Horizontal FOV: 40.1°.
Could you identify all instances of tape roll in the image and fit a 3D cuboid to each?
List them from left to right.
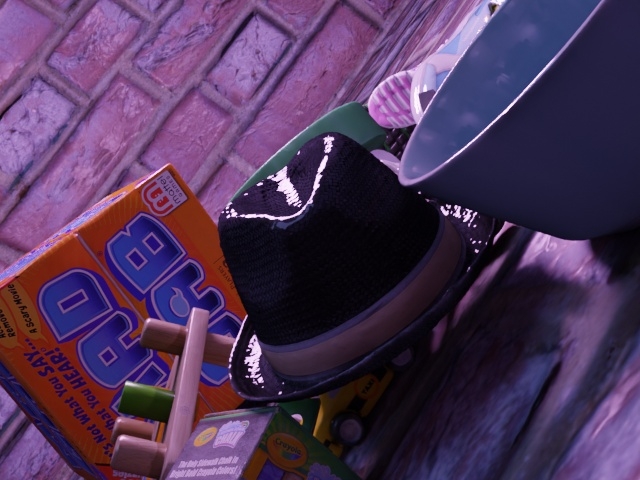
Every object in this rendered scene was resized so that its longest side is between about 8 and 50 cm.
[{"bbox_3d":[-0.030,-0.101,1.496,0.321,0.077,0.321,-41,-6,-5],"label":"tape roll"}]

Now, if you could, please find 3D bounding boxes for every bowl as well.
[{"bbox_3d":[0.220,-0.122,0.699,0.311,0.163,0.311,-51,10,13],"label":"bowl"}]

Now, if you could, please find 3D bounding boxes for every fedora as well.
[{"bbox_3d":[0.000,0.000,0.825,0.334,0.152,0.334,-34,16,11],"label":"fedora"}]

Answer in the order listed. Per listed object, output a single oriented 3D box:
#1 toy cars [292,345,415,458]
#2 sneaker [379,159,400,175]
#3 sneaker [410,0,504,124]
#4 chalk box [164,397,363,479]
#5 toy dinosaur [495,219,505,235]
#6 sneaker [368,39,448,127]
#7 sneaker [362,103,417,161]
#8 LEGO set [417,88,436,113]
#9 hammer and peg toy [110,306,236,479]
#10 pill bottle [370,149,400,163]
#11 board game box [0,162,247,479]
[{"bbox_3d":[-0.035,0.205,0.994,0.394,0.087,0.176,-48,11,32],"label":"toy cars"},{"bbox_3d":[0.106,-0.060,1.137,0.111,0.129,0.297,-56,8,0],"label":"sneaker"},{"bbox_3d":[0.252,-0.287,1.257,0.208,0.127,0.319,-42,15,55],"label":"sneaker"},{"bbox_3d":[-0.056,0.236,0.778,0.132,0.132,0.213,-19,32,49],"label":"chalk box"},{"bbox_3d":[0.104,0.037,0.962,0.118,0.064,0.268,-24,-11,-39],"label":"toy dinosaur"},{"bbox_3d":[0.194,-0.281,1.567,0.236,0.095,0.104,-33,4,8],"label":"sneaker"},{"bbox_3d":[0.063,-0.158,1.703,0.343,0.134,0.146,-39,-1,31],"label":"sneaker"},{"bbox_3d":[0.192,-0.126,1.087,0.087,0.093,0.227,-15,-8,17],"label":"LEGO set"},{"bbox_3d":[-0.187,0.283,0.985,0.361,0.127,0.266,-90,19,-53],"label":"hammer and peg toy"},{"bbox_3d":[0.056,-0.060,1.441,0.193,0.108,0.108,-45,13,40],"label":"pill bottle"},{"bbox_3d":[-0.325,0.144,1.409,0.356,0.356,0.356,-41,14,-26],"label":"board game box"}]
